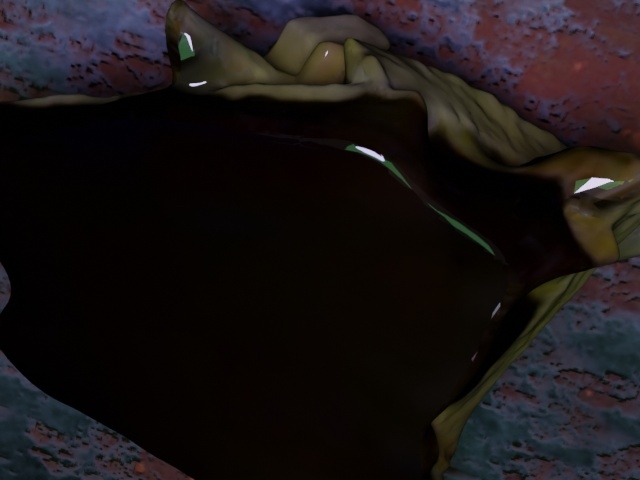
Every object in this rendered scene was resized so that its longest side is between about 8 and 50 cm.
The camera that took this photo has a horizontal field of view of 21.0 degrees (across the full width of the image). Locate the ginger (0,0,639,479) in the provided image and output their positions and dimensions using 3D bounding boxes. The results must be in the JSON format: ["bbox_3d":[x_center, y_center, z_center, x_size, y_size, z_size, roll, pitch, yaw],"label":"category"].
[{"bbox_3d":[0.000,0.000,1.077,0.413,0.211,0.358,13,132,13],"label":"ginger"}]
